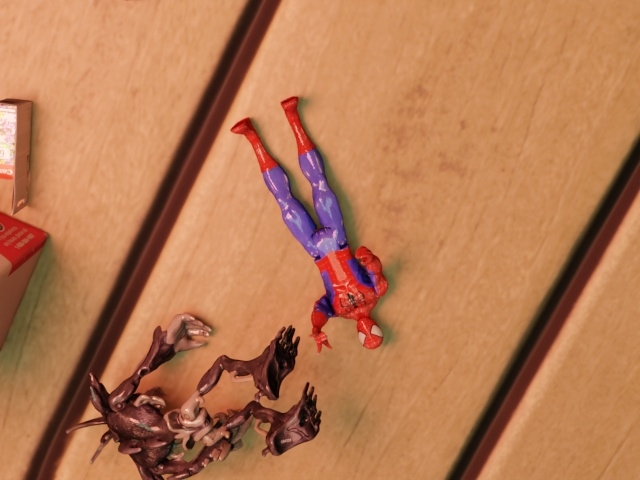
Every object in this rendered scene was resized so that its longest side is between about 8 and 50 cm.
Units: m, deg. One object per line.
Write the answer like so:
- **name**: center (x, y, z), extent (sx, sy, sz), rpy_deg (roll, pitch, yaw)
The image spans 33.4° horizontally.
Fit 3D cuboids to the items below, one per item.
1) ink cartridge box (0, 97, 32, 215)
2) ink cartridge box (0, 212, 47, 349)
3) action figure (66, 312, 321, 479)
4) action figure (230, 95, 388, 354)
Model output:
- **ink cartridge box**: center (-0.323, -0.088, 1.111), extent (0.029, 0.063, 0.115), rpy_deg (6, 102, -2)
- **ink cartridge box**: center (-0.498, 0.010, 1.024), extent (0.384, 0.279, 0.160), rpy_deg (25, 102, -4)
- **action figure**: center (-0.131, 0.173, 1.132), extent (0.275, 0.141, 0.164), rpy_deg (-13, 112, 30)
- **action figure**: center (0.000, 0.000, 1.095), extent (0.091, 0.139, 0.280), rpy_deg (-25, 103, 7)
